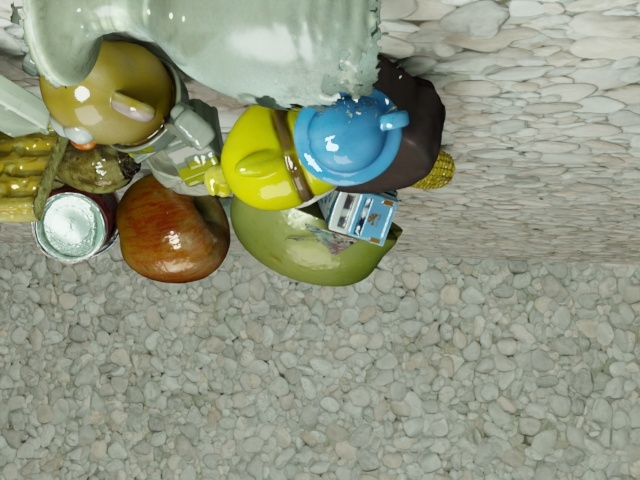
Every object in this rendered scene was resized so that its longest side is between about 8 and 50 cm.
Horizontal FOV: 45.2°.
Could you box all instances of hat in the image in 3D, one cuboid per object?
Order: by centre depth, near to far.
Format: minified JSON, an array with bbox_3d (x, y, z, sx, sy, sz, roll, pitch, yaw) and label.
[{"bbox_3d":[-0.253,-0.136,1.640,0.220,0.164,0.226,2,154,14],"label":"hat"}]

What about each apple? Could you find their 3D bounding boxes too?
[{"bbox_3d":[-0.005,-0.047,1.662,0.360,0.320,0.311,26,147,1],"label":"apple"},{"bbox_3d":[-0.377,-0.024,1.907,0.302,0.301,0.301,4,172,0],"label":"apple"}]

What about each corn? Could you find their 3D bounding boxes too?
[{"bbox_3d":[0.134,-0.150,1.464,0.293,0.106,0.106,10,170,-31],"label":"corn"}]

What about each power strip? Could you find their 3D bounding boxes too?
[{"bbox_3d":[-0.523,-0.237,1.044,0.106,0.043,0.367,-1,157,38],"label":"power strip"}]

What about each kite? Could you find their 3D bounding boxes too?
[{"bbox_3d":[0.000,0.000,1.450,0.157,0.011,0.139,2,154,25],"label":"kite"}]

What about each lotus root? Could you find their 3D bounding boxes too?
[{"bbox_3d":[-0.471,-0.165,1.561,0.214,0.138,0.138,14,175,12],"label":"lotus root"}]

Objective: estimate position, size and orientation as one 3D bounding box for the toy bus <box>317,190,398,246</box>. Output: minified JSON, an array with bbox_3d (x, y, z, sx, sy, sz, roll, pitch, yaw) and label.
[{"bbox_3d":[0.067,-0.087,1.529,0.131,0.106,0.297,15,-164,-13],"label":"toy bus"}]

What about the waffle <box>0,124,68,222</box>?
[{"bbox_3d":[-0.571,-0.133,1.414,0.168,0.274,0.057,-1,135,-2],"label":"waffle"}]

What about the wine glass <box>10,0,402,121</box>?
[{"bbox_3d":[-0.095,-0.223,0.747,0.357,0.190,0.190,7,173,5],"label":"wine glass"}]

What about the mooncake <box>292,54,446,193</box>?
[{"bbox_3d":[0.046,-0.179,1.153,0.283,0.141,0.283,7,163,2],"label":"mooncake"}]

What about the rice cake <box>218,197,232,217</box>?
[{"bbox_3d":[-0.349,-0.101,2.302,0.198,0.037,0.189,3,172,3],"label":"rice cake"}]

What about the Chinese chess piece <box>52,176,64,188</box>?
[{"bbox_3d":[-0.673,-0.174,1.671,0.250,0.103,0.250,3,173,0],"label":"Chinese chess piece"}]

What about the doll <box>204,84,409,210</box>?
[{"bbox_3d":[-0.016,-0.116,0.949,0.199,0.145,0.363,-26,-170,-34],"label":"doll"}]

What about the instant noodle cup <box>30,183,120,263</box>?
[{"bbox_3d":[-0.590,-0.047,1.844,0.244,0.243,0.255,6,-173,-16],"label":"instant noodle cup"}]

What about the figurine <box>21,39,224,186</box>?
[{"bbox_3d":[-0.276,-0.193,1.098,0.343,0.167,0.285,3,168,21],"label":"figurine"}]
